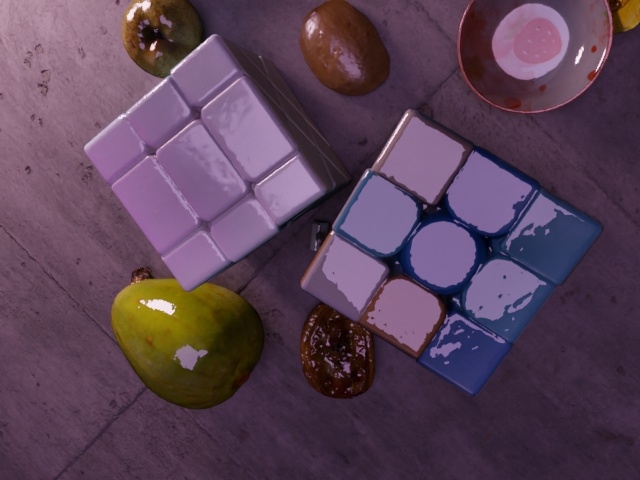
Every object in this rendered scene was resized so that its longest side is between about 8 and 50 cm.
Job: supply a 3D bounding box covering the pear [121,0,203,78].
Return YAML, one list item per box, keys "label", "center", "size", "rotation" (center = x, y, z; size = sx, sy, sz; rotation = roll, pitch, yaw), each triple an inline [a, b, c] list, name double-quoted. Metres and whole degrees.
- label: "pear"
  center: [-0.314, -0.412, 1.170]
  size: [0.167, 0.136, 0.167]
  rotation: [1, 103, 6]

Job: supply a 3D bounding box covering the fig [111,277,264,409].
- label: "fig"
  center: [-0.287, 0.201, 1.226]
  size: [0.326, 0.258, 0.258]
  rotation: [24, 104, 12]

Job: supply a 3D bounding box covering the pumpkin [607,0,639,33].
- label: "pumpkin"
  center: [0.517, -0.465, 0.994]
  size: [0.110, 0.217, 0.217]
  rotation: [-19, 98, -18]

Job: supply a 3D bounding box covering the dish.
- label: "dish"
  center: [0.387, -0.366, 1.073]
  size: [0.260, 0.085, 0.260]
  rotation: [4, 105, 16]

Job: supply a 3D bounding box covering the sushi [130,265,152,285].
- label: "sushi"
  center: [-0.409, 0.115, 1.326]
  size: [0.061, 0.060, 0.118]
  rotation: [-6, 101, 6]

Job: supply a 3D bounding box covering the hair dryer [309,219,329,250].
- label: "hair dryer"
  center: [0.000, 0.000, 1.197]
  size: [0.038, 0.124, 0.063]
  rotation: [6, 103, -5]

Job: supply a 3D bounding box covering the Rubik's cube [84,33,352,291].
- label: "Rubik's cube"
  center: [-0.168, -0.142, 1.102]
  size: [0.316, 0.322, 0.318]
  rotation: [-35, 91, 16]

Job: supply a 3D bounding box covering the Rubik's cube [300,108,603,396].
- label: "Rubik's cube"
  center: [0.214, -0.003, 1.044]
  size: [0.347, 0.347, 0.344]
  rotation: [32, 105, 4]

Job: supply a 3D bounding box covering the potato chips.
- label: "potato chips"
  center: [0.043, -0.381, 1.158]
  size: [0.150, 0.049, 0.201]
  rotation: [-31, 88, 9]

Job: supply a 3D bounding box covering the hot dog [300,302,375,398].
- label: "hot dog"
  center: [0.041, 0.237, 1.249]
  size: [0.160, 0.099, 0.227]
  rotation: [-7, 102, 12]
